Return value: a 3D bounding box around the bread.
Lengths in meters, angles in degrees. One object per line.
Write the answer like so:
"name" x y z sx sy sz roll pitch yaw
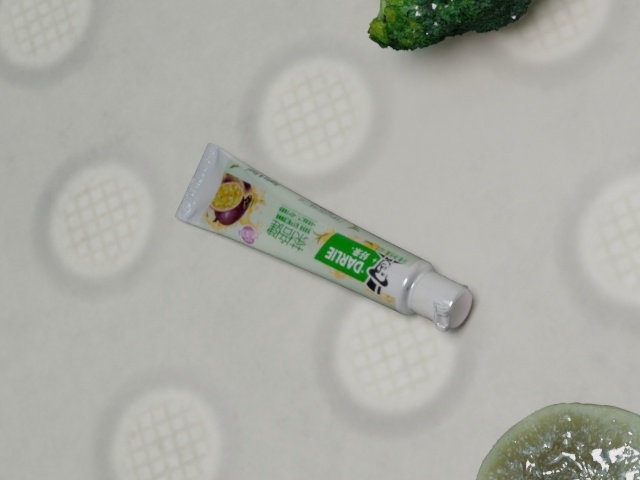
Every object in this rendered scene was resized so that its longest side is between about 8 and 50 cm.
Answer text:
"bread" 0.199 0.190 1.393 0.193 0.036 0.112 -27 67 15

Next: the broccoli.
"broccoli" 0.104 -0.307 1.453 0.269 0.269 0.254 36 128 27

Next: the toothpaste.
"toothpaste" 0.000 0.000 1.525 0.314 0.056 0.058 25 48 30
